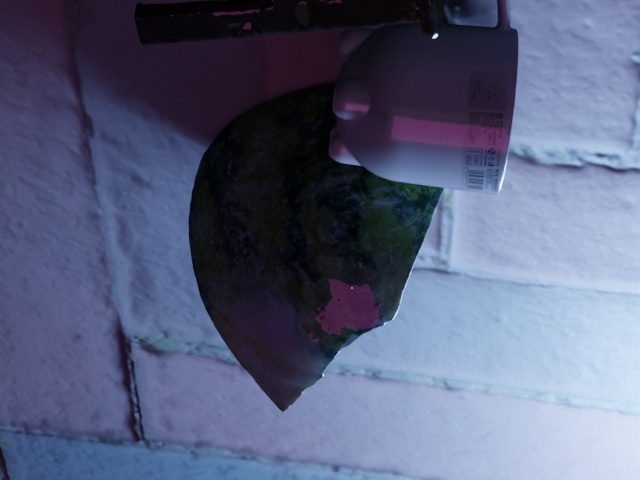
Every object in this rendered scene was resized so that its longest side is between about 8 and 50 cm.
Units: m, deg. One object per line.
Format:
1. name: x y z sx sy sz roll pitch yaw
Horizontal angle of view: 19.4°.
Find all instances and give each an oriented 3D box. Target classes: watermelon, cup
1. watermelon: 0.000 0.000 1.640 0.256 0.260 0.176 4 152 33
2. cup: 0.083 -0.127 1.501 0.142 0.134 0.173 7 129 1

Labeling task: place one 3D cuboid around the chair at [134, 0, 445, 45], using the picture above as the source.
1. chair: 0.082 -0.279 1.284 0.416 0.241 0.203 1 133 13
